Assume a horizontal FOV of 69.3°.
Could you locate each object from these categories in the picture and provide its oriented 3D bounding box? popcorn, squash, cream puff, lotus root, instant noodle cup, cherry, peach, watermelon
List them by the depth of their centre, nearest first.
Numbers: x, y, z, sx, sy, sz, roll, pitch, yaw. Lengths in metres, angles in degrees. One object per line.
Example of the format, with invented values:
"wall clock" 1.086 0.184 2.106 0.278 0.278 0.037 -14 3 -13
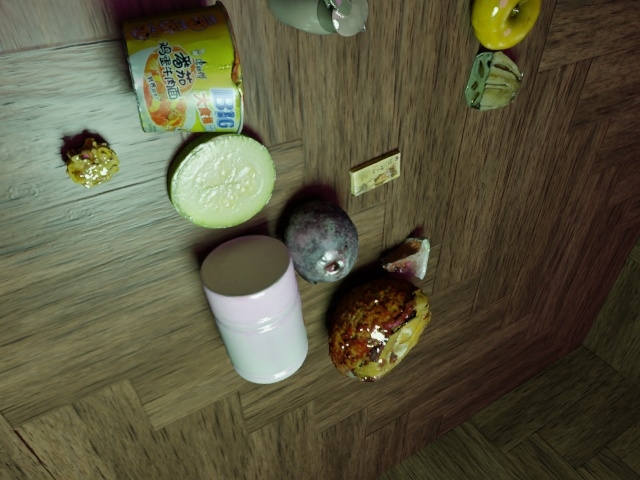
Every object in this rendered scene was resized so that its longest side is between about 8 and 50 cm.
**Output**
"instant noodle cup" -0.213 -0.257 0.709 0.153 0.205 0.204 -10 128 -19
"popcorn" -0.380 -0.130 0.771 0.082 0.057 0.083 -9 124 -34
"squash" -0.194 -0.117 0.933 0.219 0.041 0.219 -20 132 -24
"peach" 0.415 -0.522 1.032 0.179 0.103 0.179 -22 132 -26
"cherry" 0.004 0.005 1.074 0.195 0.195 0.195 -20 132 -24
"lotus root" 0.437 -0.399 1.171 0.144 0.070 0.143 -1 116 -32
"cream puff" 0.156 0.247 1.346 0.350 0.229 0.350 -35 145 -30
"watermelon" 0.246 0.067 1.377 0.158 0.098 0.121 -34 122 -17

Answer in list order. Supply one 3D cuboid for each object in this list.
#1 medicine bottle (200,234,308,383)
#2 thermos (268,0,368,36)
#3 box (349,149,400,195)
"medicine bottle" -0.142 0.163 1.074 0.202 0.202 0.315 -24 134 -20
"thermos" -0.010 -0.391 0.745 0.137 0.193 0.105 25 106 -45
"box" 0.140 -0.169 1.160 0.149 0.020 0.073 -27 134 -19
